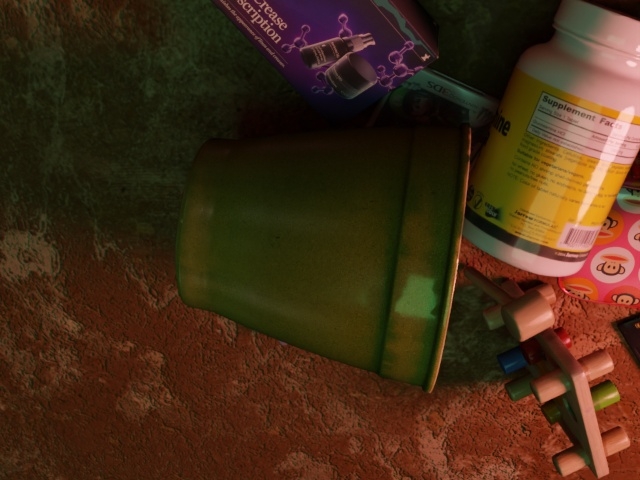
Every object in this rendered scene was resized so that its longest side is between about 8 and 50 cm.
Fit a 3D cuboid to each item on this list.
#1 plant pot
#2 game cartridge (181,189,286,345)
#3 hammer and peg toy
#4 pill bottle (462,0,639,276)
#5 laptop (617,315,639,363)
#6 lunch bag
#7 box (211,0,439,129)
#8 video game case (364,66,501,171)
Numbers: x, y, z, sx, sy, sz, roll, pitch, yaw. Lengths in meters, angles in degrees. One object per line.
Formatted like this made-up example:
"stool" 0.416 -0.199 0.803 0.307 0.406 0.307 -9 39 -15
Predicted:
"plant pot" 0.000 0.000 1.179 0.353 0.366 0.366 8 129 5
"game cartridge" -0.050 0.023 1.428 0.230 0.068 0.355 -20 123 18
"hammer and peg toy" 0.362 0.177 1.377 0.127 0.266 0.361 -24 123 -1
"pill bottle" 0.318 -0.137 1.128 0.188 0.188 0.333 17 111 -5
"laptop" 0.668 0.210 1.417 0.264 0.136 0.234 -24 121 25
"lunch bag" 0.506 -0.020 1.267 0.293 0.120 0.258 10 129 1
"box" 0.006 -0.303 1.130 0.184 0.103 0.261 -34 117 27
"video game case" 0.157 -0.157 1.273 0.173 0.022 0.190 23 129 -9
